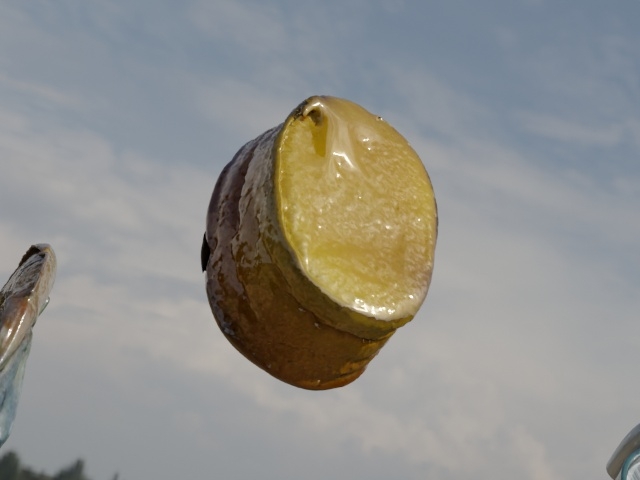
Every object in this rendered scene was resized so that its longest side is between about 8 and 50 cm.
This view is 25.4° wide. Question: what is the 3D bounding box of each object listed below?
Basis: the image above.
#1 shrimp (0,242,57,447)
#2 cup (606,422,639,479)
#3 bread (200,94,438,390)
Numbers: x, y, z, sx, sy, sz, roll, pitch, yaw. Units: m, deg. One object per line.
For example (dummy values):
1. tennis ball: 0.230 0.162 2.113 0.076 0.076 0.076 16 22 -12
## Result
1. shrimp: -0.231 0.108 0.919 0.075 0.289 0.178 36 -47 -6
2. cup: 0.317 0.303 1.306 0.167 0.299 0.173 12 -56 -15
3. bread: 0.000 0.000 1.242 0.195 0.269 0.143 29 -46 -23
